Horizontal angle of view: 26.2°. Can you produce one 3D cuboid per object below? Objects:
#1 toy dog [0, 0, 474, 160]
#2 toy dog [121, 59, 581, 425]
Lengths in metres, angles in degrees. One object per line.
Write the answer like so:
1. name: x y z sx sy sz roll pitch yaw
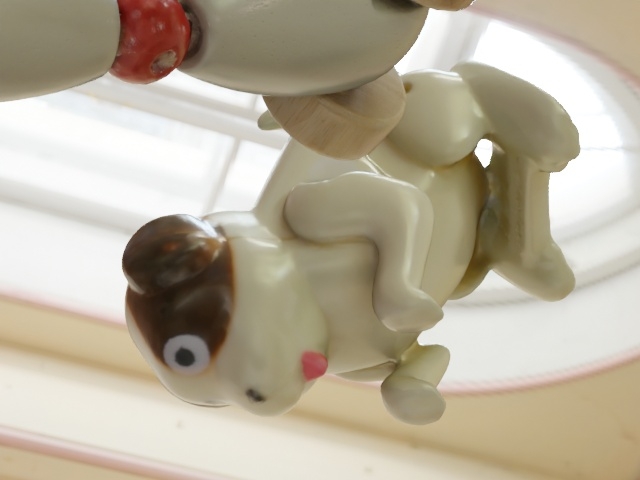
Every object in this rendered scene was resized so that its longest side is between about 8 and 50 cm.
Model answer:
1. toy dog: -0.060 -0.145 0.669 0.220 0.333 0.161 -41 -116 20
2. toy dog: 0.000 0.000 1.323 0.408 0.395 0.285 -37 152 -24
